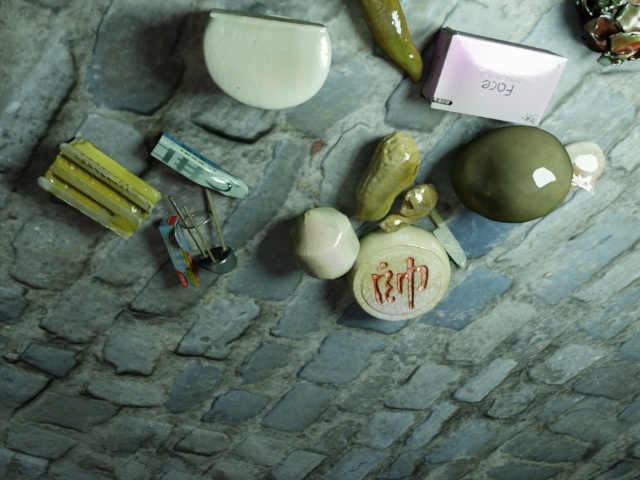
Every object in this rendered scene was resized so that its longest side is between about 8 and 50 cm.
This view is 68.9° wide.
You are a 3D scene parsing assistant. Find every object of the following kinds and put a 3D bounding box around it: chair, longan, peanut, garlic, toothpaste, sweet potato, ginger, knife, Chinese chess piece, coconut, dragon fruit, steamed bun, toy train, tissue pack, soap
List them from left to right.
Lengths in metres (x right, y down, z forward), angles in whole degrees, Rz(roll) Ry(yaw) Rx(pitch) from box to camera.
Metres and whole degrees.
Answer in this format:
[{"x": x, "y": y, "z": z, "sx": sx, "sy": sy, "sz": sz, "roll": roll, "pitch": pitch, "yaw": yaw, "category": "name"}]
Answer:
[{"x": -0.502, "y": -0.119, "z": 1.072, "sx": 0.233, "sy": 0.076, "sz": 0.135, "roll": 37, "pitch": 114, "yaw": -23, "category": "soap"}, {"x": -0.357, "y": 0.038, "z": 1.185, "sx": 0.044, "sy": 0.070, "sz": 0.193, "roll": -10, "pitch": 123, "yaw": 1, "category": "toothpaste"}, {"x": -0.290, "y": -0.018, "z": 1.147, "sx": 0.095, "sy": 0.104, "sz": 0.221, "roll": -4, "pitch": 122, "yaw": 30, "category": "chair"}, {"x": -0.269, "y": -0.158, "z": 1.075, "sx": 0.234, "sy": 0.051, "sz": 0.052, "roll": 33, "pitch": 119, "yaw": -22, "category": "toy train"}, {"x": -0.106, "y": -0.347, "z": 0.904, "sx": 0.242, "sy": 0.146, "sz": 0.164, "roll": 3, "pitch": 120, "yaw": -8, "category": "steamed bun"}, {"x": 0.000, "y": 0.000, "z": 1.132, "sx": 0.171, "sy": 0.170, "sz": 0.182, "roll": -27, "pitch": 123, "yaw": 14, "category": "coconut"}, {"x": 0.153, "y": -0.138, "z": 1.083, "sx": 0.110, "sy": 0.120, "sz": 0.236, "roll": 34, "pitch": 127, "yaw": 15, "category": "peanut"}, {"x": 0.145, "y": -0.410, "z": 0.923, "sx": 0.077, "sy": 0.077, "sz": 0.243, "roll": -30, "pitch": 119, "yaw": 15, "category": "sweet potato"}, {"x": 0.203, "y": 0.084, "z": 1.228, "sx": 0.270, "sy": 0.112, "sz": 0.269, "roll": -1, "pitch": 122, "yaw": -2, "category": "Chinese chess piece"}, {"x": 0.213, "y": -0.078, "z": 1.108, "sx": 0.165, "sy": 0.067, "sz": 0.096, "roll": -36, "pitch": 149, "yaw": -1, "category": "ginger"}, {"x": 0.314, "y": -0.027, "z": 1.216, "sx": 0.047, "sy": 0.017, "sz": 0.297, "roll": -29, "pitch": 120, "yaw": 21, "category": "knife"}, {"x": 0.354, "y": -0.341, "z": 0.970, "sx": 0.247, "sy": 0.092, "sz": 0.148, "roll": 7, "pitch": 121, "yaw": -8, "category": "tissue pack"}, {"x": 0.418, "y": -0.143, "z": 1.015, "sx": 0.246, "sy": 0.246, "sz": 0.215, "roll": -32, "pitch": 99, "yaw": 16, "category": "longan"}, {"x": 0.577, "y": -0.157, "z": 1.105, "sx": 0.175, "sy": 0.099, "sz": 0.124, "roll": -27, "pitch": 106, "yaw": 14, "category": "garlic"}, {"x": 0.590, "y": -0.427, "z": 0.885, "sx": 0.182, "sy": 0.182, "sz": 0.189, "roll": -43, "pitch": 156, "yaw": 22, "category": "dragon fruit"}]
